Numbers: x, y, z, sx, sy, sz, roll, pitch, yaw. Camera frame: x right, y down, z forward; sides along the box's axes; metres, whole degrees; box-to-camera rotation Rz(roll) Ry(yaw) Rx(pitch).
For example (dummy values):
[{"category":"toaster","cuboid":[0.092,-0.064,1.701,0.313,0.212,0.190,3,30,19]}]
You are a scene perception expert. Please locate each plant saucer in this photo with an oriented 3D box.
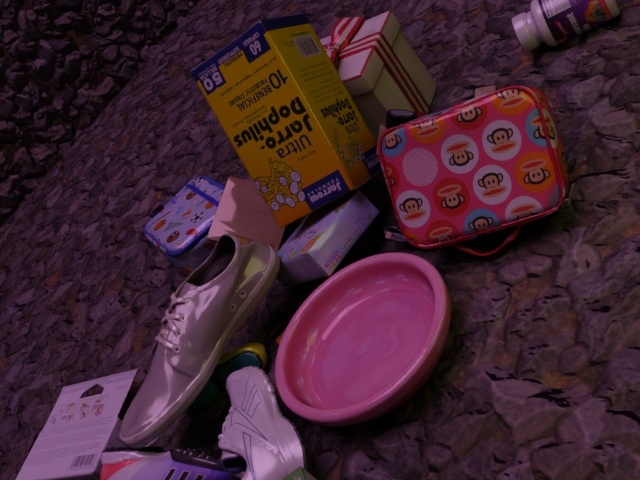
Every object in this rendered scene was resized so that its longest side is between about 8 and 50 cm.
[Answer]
[{"category":"plant saucer","cuboid":[0.078,0.170,1.268,0.332,0.084,0.332,-28,34,21]}]

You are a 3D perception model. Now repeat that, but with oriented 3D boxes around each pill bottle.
[{"category":"pill bottle","cuboid":[0.496,-0.464,1.552,0.193,0.108,0.108,-23,37,28]}]

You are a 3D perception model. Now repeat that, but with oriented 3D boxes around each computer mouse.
[{"category":"computer mouse","cuboid":[0.199,-0.062,1.452,0.106,0.042,0.193,8,55,37]}]

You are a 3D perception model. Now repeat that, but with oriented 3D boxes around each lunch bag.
[{"category":"lunch bag","cuboid":[0.260,-0.103,1.273,0.293,0.258,0.120,-15,4,26]},{"category":"lunch bag","cuboid":[-0.308,-0.050,1.916,0.243,0.115,0.303,-45,33,-9]}]

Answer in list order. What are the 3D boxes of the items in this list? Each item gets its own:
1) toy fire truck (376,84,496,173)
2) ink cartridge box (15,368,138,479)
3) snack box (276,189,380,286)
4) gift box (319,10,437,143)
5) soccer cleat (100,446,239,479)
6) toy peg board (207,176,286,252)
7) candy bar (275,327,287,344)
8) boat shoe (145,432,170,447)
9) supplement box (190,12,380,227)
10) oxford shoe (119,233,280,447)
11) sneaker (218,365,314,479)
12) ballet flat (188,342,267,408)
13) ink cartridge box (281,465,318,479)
[{"category":"toy fire truck","cuboid":[0.248,-0.213,1.465,0.217,0.158,0.246,14,23,21]},{"category":"ink cartridge box","cuboid":[-0.503,0.409,1.624,0.275,0.060,0.239,-18,38,34]},{"category":"snack box","cuboid":[0.000,0.000,1.498,0.174,0.070,0.207,-50,13,-24]},{"category":"gift box","cuboid":[0.069,-0.331,1.709,0.276,0.258,0.255,-14,41,35]},{"category":"soccer cleat","cuboid":[-0.262,0.422,1.335,0.318,0.108,0.116,-8,73,30]},{"category":"toy peg board","cuboid":[-0.153,-0.042,1.732,0.161,0.079,0.161,14,68,6]},{"category":"candy bar","cuboid":[-0.022,0.147,1.461,0.161,0.018,0.040,-43,36,-3]},{"category":"boat shoe","cuboid":[-0.342,0.397,1.488,0.100,0.035,0.035,-26,36,23]},{"category":"supplement box","cuboid":[-0.056,-0.240,1.512,0.194,0.356,0.195,-27,6,31]},{"category":"oxford shoe","cuboid":[-0.244,0.169,1.410,0.169,0.130,0.449,6,59,56]},{"category":"sneaker","cuboid":[-0.115,0.309,1.250,0.129,0.111,0.297,-21,28,-13]},{"category":"ballet flat","cuboid":[-0.199,0.260,1.479,0.231,0.077,0.077,-28,14,17]},{"category":"ink cartridge box","cuboid":[-0.068,0.457,1.072,0.219,0.092,0.160,-39,32,5]}]
